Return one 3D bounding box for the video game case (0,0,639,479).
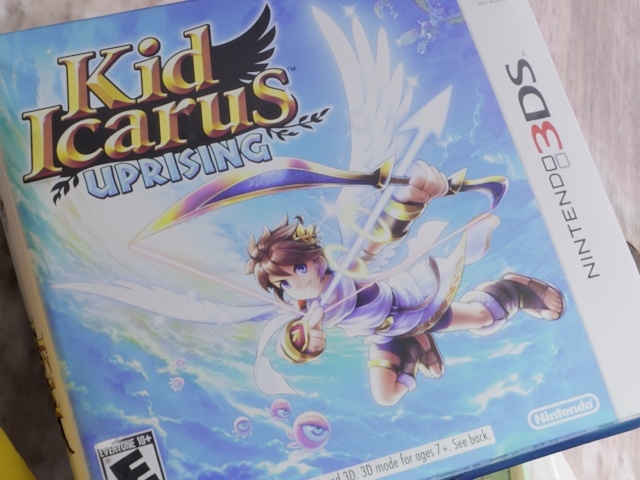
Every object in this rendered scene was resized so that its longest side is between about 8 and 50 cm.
[{"bbox_3d":[0.000,0.000,0.604,0.269,0.061,0.244,-14,73,-17],"label":"video game case"}]

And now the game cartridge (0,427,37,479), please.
[{"bbox_3d":[-0.212,0.130,0.414,0.285,0.053,0.323,60,27,-16],"label":"game cartridge"}]

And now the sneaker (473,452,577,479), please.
[{"bbox_3d":[0.022,0.103,0.692,0.182,0.158,0.410,-26,92,-36],"label":"sneaker"}]
